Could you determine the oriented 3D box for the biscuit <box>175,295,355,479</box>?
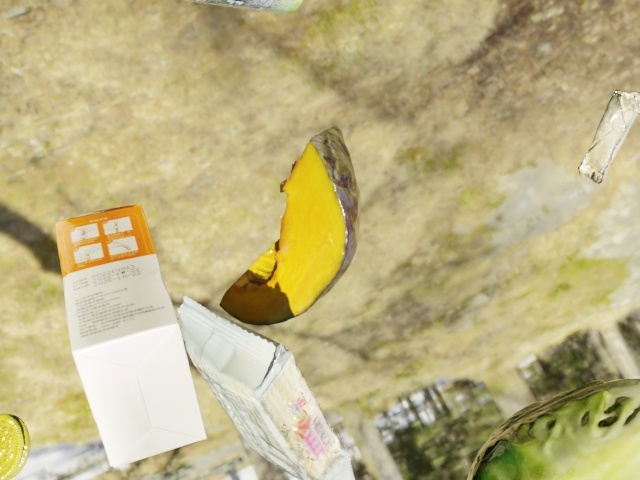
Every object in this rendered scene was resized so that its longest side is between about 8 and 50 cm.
[{"bbox_3d":[-0.065,0.201,1.147,0.079,0.186,0.309,-48,137,-20],"label":"biscuit"}]

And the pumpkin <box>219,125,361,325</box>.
[{"bbox_3d":[0.000,0.000,1.376,0.312,0.148,0.169,-57,160,24],"label":"pumpkin"}]

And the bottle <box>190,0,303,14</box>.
[{"bbox_3d":[-0.156,-0.396,1.381,0.093,0.093,0.330,-40,161,35],"label":"bottle"}]

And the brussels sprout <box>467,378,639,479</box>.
[{"bbox_3d":[0.266,0.241,0.893,0.271,0.210,0.219,-47,173,19],"label":"brussels sprout"}]

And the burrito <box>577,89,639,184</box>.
[{"bbox_3d":[0.484,-0.176,1.560,0.042,0.051,0.171,20,94,-63],"label":"burrito"}]

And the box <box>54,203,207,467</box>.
[{"bbox_3d":[-0.286,0.126,1.375,0.143,0.341,0.225,-15,125,-12],"label":"box"}]

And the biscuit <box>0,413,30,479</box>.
[{"bbox_3d":[-0.395,0.256,1.156,0.084,0.084,0.023,-33,152,19],"label":"biscuit"}]
